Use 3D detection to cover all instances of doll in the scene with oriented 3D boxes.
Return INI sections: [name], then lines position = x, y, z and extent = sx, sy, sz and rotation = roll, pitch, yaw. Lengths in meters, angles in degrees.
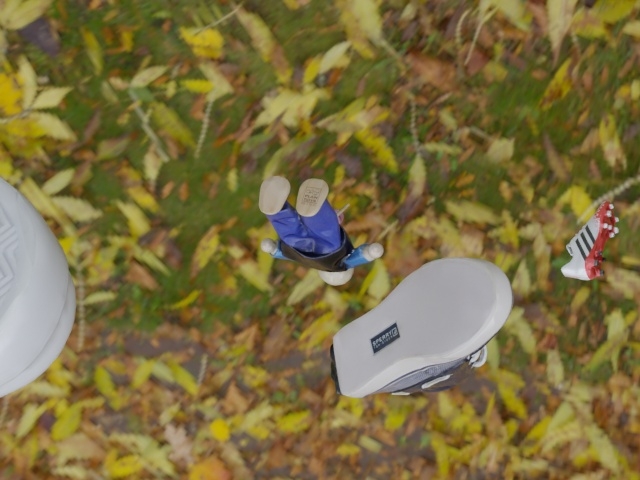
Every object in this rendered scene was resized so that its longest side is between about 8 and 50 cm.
[doll]
position = 0.000, 0.000, 1.362
extent = 0.129, 0.046, 0.189
rotation = 5, 156, 16

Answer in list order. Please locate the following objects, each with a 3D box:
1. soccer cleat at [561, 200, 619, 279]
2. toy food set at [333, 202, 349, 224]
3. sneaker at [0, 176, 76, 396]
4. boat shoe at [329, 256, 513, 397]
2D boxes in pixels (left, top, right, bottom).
[soccer cleat]
position = 0.222, -0.001, 1.137
extent = 0.036, 0.083, 0.029
rotation = -3, 137, 33
[toy food set]
position = -0.006, -0.010, 1.716
extent = 0.019, 0.078, 0.122
rotation = 52, 150, -9
[sneaker]
position = -0.177, 0.053, 0.592
extent = 0.293, 0.108, 0.169
rotation = -2, 146, 37
[boat shoe]
position = 0.163, 0.112, 1.746
extent = 0.340, 0.158, 0.127
rotation = -30, 63, 50
